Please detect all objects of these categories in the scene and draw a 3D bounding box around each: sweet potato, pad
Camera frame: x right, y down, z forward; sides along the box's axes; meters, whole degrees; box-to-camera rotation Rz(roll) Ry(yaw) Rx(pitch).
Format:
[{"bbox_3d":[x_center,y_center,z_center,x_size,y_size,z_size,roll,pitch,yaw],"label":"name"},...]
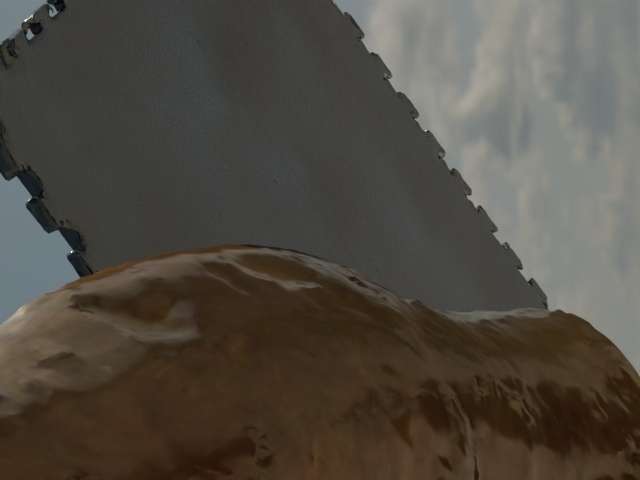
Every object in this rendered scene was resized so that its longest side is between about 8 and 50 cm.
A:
[{"bbox_3d":[-0.031,0.061,0.496,0.337,0.131,0.131,11,-104,-52],"label":"sweet potato"},{"bbox_3d":[0.000,0.000,0.721,0.269,0.012,0.269,56,-152,-14],"label":"pad"}]
